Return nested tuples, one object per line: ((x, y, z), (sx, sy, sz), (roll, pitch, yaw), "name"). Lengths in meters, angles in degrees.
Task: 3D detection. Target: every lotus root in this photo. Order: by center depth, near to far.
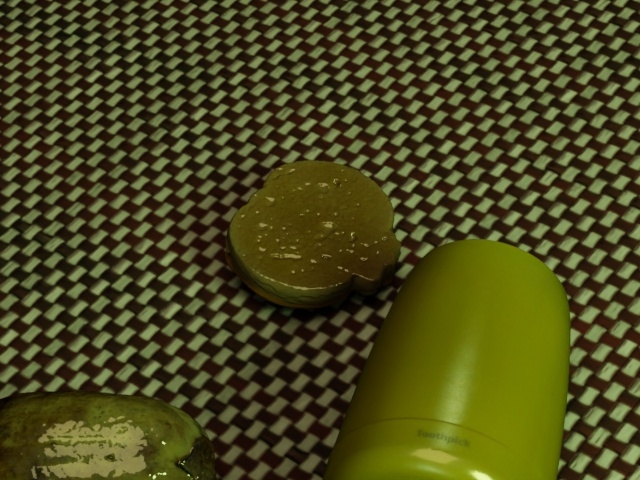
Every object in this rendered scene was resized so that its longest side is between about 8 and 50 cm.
((-0.212, 0.194, 1.330), (0.260, 0.128, 0.145), (-5, 56, 7), "lotus root")

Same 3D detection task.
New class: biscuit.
((0.000, 0.003, 1.530), (0.170, 0.050, 0.170), (1, 49, -1), "biscuit")

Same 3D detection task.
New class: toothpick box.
((0.113, 0.129, 1.309), (0.175, 0.175, 0.271), (6, 45, 15), "toothpick box")
